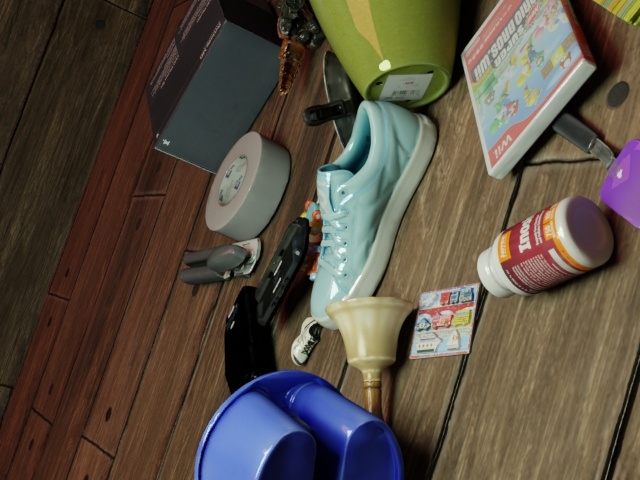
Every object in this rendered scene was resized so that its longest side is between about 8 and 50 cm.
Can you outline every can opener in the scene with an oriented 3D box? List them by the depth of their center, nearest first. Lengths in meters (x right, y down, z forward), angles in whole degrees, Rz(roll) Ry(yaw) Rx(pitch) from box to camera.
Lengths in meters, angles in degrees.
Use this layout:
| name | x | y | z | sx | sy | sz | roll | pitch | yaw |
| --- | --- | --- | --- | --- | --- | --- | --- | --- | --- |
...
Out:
| name | x | y | z | sx | sy | sz | roll | pitch | yaw |
| --- | --- | --- | --- | --- | --- | --- | --- | --- | --- |
| can opener | -0.219 | 0.037 | 1.991 | 0.283 | 0.095 | 0.076 | -11 | 60 | 52 |

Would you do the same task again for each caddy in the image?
| name | x | y | z | sx | sy | sz | roll | pitch | yaw |
| --- | --- | --- | --- | --- | --- | --- | --- | --- | --- |
| caddy | -0.035 | 0.339 | 1.239 | 0.179 | 0.241 | 0.341 | 12 | 101 | 56 |

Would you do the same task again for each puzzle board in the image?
| name | x | y | z | sx | sy | sz | roll | pitch | yaw |
| --- | --- | --- | --- | --- | --- | --- | --- | --- | --- |
| puzzle board | 0.166 | 0.110 | 1.322 | 0.128 | 0.011 | 0.096 | -18 | 55 | 58 |

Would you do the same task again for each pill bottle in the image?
| name | x | y | z | sx | sy | sz | roll | pitch | yaw |
| --- | --- | --- | --- | --- | --- | --- | --- | --- | --- |
| pill bottle | 0.257 | 0.014 | 1.141 | 0.152 | 0.086 | 0.086 | -34 | 43 | 48 |

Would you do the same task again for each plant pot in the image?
| name | x | y | z | sx | sy | sz | roll | pitch | yaw |
| --- | --- | --- | --- | --- | --- | --- | --- | --- | --- |
| plant pot | 0.112 | -0.363 | 1.543 | 0.275 | 0.275 | 0.293 | -36 | 56 | 47 |

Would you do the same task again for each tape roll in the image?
| name | x | y | z | sx | sy | sz | roll | pitch | yaw |
| --- | --- | --- | --- | --- | --- | --- | --- | --- | --- |
| tape roll | -0.149 | -0.108 | 1.988 | 0.219 | 0.072 | 0.219 | -43 | 34 | 39 |

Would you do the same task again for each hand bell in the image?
| name | x | y | z | sx | sy | sz | roll | pitch | yaw |
| --- | --- | --- | --- | --- | --- | --- | --- | --- | --- |
| hand bell | 0.072 | 0.209 | 1.350 | 0.126 | 0.126 | 0.242 | -26 | 60 | 53 |

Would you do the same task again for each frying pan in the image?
| name | x | y | z | sx | sy | sz | roll | pitch | yaw |
| --- | --- | --- | --- | --- | --- | --- | --- | --- | --- |
| frying pan | 0.029 | -0.235 | 1.571 | 0.053 | 0.326 | 0.197 | -13 | 75 | 14 |

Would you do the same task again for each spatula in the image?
| name | x | y | z | sx | sy | sz | roll | pitch | yaw |
| --- | --- | --- | --- | --- | --- | --- | --- | --- | --- |
| spatula | 0.328 | -0.106 | 1.155 | 0.084 | 0.030 | 0.296 | -64 | 23 | 19 |

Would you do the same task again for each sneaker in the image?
| name | x | y | z | sx | sy | sz | roll | pitch | yaw |
| --- | --- | --- | --- | --- | --- | --- | --- | --- | --- |
| sneaker | 0.039 | -0.048 | 1.518 | 0.135 | 0.150 | 0.366 | 23 | 91 | 64 |
| sneaker | -0.022 | 0.166 | 1.604 | 0.037 | 0.032 | 0.083 | 4 | 74 | 62 |

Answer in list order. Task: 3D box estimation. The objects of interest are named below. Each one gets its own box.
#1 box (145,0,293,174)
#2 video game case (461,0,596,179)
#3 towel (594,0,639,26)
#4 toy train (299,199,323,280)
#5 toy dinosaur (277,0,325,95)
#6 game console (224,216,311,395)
| name | x | y | z | sx | sy | sz | roll | pitch | yaw |
| --- | --- | --- | --- | --- | --- | --- | --- | --- | --- |
| box | -0.244 | -0.386 | 2.261 | 0.343 | 0.179 | 0.312 | -56 | 28 | 24 |
| video game case | 0.272 | -0.245 | 1.331 | 0.204 | 0.025 | 0.285 | -54 | 26 | 37 |
| towel | 0.379 | -0.358 | 1.268 | 0.102 | 0.021 | 0.237 | -52 | 29 | 18 |
| toy train | 0.000 | 0.000 | 1.666 | 0.125 | 0.046 | 0.166 | -32 | 46 | 59 |
| toy dinosaur | -0.020 | -0.447 | 1.981 | 0.218 | 0.164 | 0.322 | 145 | 122 | -69 |
| game console | -0.092 | 0.122 | 1.696 | 0.213 | 0.044 | 0.361 | -101 | 31 | -47 |
